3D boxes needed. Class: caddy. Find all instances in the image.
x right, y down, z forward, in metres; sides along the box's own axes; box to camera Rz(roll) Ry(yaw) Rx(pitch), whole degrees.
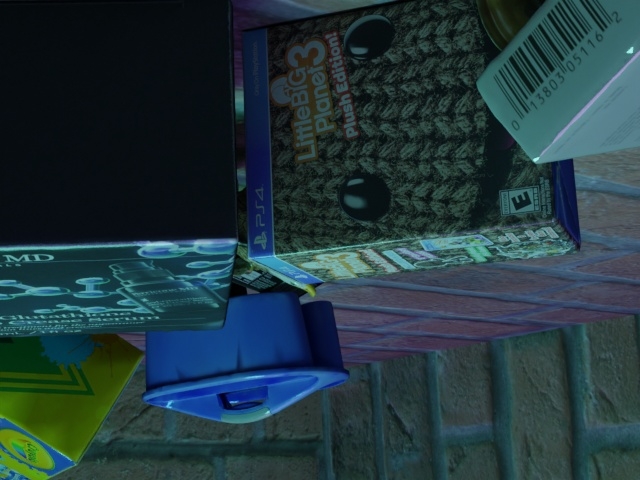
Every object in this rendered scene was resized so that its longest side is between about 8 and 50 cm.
[{"bbox_3d":[-0.122,0.197,1.981,0.341,0.179,0.241,-13,166,27],"label":"caddy"}]

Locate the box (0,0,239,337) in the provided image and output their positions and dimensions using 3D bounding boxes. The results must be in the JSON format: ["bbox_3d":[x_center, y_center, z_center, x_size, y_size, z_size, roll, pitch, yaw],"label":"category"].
[{"bbox_3d":[-0.228,-0.047,1.144,0.294,0.212,0.395,-2,166,-6],"label":"box"}]

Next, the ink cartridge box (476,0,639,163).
[{"bbox_3d":[0.343,-0.202,0.954,0.385,0.091,0.308,-13,153,-42],"label":"ink cartridge box"}]

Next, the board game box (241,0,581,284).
[{"bbox_3d":[0.086,-0.096,1.208,0.291,0.232,0.141,-8,166,19],"label":"board game box"}]

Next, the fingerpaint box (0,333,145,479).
[{"bbox_3d":[-0.461,0.144,1.564,0.371,0.163,0.445,35,155,-11],"label":"fingerpaint box"}]

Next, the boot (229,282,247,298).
[{"bbox_3d":[-0.317,0.074,2.100,0.260,0.131,0.348,-21,149,36],"label":"boot"}]

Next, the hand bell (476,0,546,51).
[{"bbox_3d":[0.259,-0.226,1.021,0.242,0.126,0.126,-11,171,-20],"label":"hand bell"}]

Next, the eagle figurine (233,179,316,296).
[{"bbox_3d":[-0.073,-0.018,1.574,0.225,0.226,0.298,17,151,-14],"label":"eagle figurine"}]

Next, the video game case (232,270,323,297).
[{"bbox_3d":[0.000,0.000,1.856,0.248,0.035,0.275,-31,160,12],"label":"video game case"}]
